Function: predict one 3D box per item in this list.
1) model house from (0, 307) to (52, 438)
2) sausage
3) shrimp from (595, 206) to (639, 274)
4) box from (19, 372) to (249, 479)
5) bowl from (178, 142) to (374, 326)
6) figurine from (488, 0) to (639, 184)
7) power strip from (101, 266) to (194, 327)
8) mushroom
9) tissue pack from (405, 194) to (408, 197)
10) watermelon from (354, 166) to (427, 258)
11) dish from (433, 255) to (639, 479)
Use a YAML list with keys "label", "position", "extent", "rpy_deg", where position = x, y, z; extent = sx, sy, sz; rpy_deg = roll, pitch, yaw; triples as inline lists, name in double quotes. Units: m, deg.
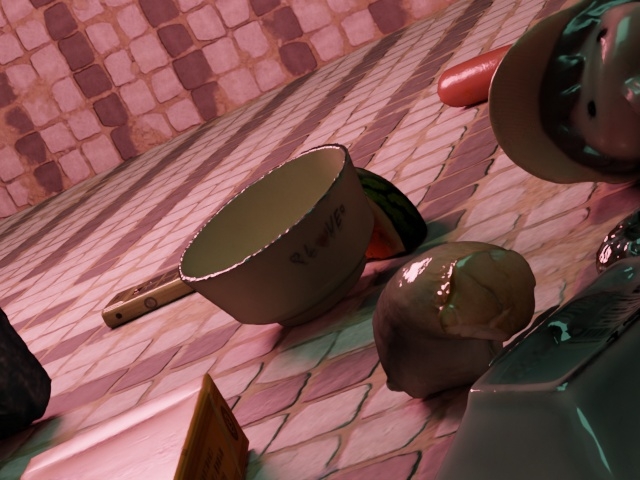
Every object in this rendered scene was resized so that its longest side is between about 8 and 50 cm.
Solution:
- label: "model house"
  position: [-0.454, 0.219, 1.575]
  extent: [0.253, 0.184, 0.291]
  rpy_deg: [-15, 30, 27]
- label: "sausage"
  position: [0.231, -0.228, 2.078]
  extent: [0.154, 0.062, 0.062]
  rpy_deg: [-18, 16, 37]
- label: "shrimp"
  position: [0.296, -0.030, 1.040]
  extent: [0.233, 0.090, 0.079]
  rpy_deg: [-26, 17, -2]
- label: "box"
  position: [-0.152, 0.207, 1.099]
  extent: [0.174, 0.076, 0.274]
  rpy_deg: [-25, 12, 8]
- label: "bowl"
  position: [-0.030, 0.009, 1.508]
  extent: [0.211, 0.112, 0.211]
  rpy_deg: [-31, 22, 14]
- label: "figurine"
  position: [0.318, -0.129, 1.283]
  extent: [0.332, 0.185, 0.204]
  rpy_deg: [8, 1, 41]
- label: "power strip"
  position: [-0.214, 0.067, 1.931]
  extent: [0.169, 0.028, 0.076]
  rpy_deg: [-24, 14, 19]
- label: "mushroom"
  position: [0.086, 0.053, 1.038]
  extent: [0.099, 0.096, 0.278]
  rpy_deg: [-41, -10, -11]
- label: "tissue pack"
  position: [0.000, 0.000, 1.733]
  extent: [0.193, 0.026, 0.122]
  rpy_deg: [-19, 14, 37]
- label: "watermelon"
  position: [0.062, -0.015, 1.603]
  extent: [0.094, 0.125, 0.135]
  rpy_deg: [-57, -23, 8]
- label: "dish"
  position: [0.179, 0.075, 0.897]
  extent: [0.243, 0.080, 0.182]
  rpy_deg: [-35, 13, -32]
